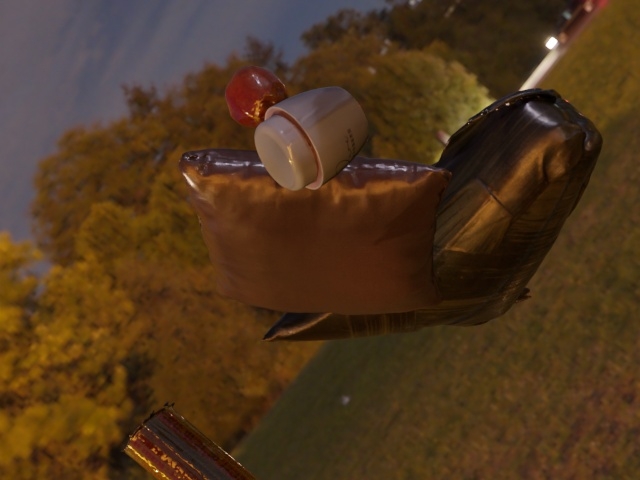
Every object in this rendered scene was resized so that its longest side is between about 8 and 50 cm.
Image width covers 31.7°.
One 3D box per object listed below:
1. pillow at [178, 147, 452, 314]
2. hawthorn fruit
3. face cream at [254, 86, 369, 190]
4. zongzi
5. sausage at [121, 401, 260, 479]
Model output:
[{"bbox_3d":[0.000,0.000,1.366,0.308,0.305,0.108,84,-168,-58],"label":"pillow"},{"bbox_3d":[-0.073,-0.179,1.448,0.081,0.093,0.081,-34,-41,-36],"label":"hawthorn fruit"},{"bbox_3d":[-0.008,-0.100,1.095,0.095,0.091,0.091,-34,-5,-23],"label":"face cream"},{"bbox_3d":[0.151,-0.019,1.538,0.432,0.208,0.403,-13,-34,-32],"label":"zongzi"},{"bbox_3d":[-0.049,0.317,1.221,0.082,0.371,0.082,-50,-10,-12],"label":"sausage"}]
